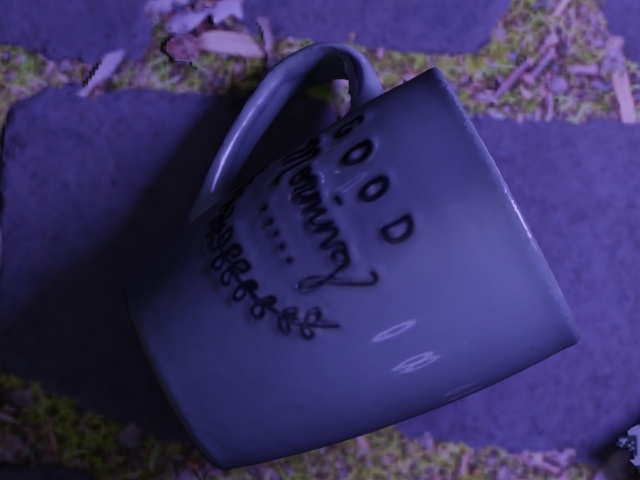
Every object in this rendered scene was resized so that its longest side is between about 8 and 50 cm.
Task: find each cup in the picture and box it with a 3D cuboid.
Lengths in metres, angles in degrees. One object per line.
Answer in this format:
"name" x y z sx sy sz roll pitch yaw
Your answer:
"cup" 0.000 0.000 1.139 0.234 0.186 0.258 -26 58 4

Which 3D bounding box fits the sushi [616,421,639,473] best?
"sushi" 0.274 0.138 1.198 0.126 0.026 0.120 -37 91 0
